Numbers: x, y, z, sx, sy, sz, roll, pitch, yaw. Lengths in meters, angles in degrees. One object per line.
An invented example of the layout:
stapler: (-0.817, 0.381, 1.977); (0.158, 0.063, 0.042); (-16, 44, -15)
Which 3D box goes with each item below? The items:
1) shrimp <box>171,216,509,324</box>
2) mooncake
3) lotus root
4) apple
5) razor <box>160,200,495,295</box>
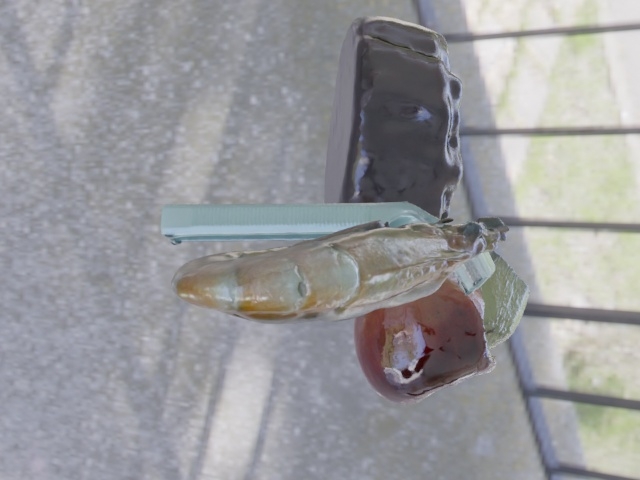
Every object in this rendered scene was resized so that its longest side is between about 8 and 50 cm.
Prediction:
shrimp: (0.009, 0.022, 1.044); (0.254, 0.145, 0.059); (-13, 98, -37)
mooncake: (0.086, -0.121, 1.729); (0.141, 0.283, 0.283); (5, 88, -8)
lotus root: (0.188, 0.085, 1.750); (0.143, 0.070, 0.144); (32, 78, -51)
apple: (0.111, 0.097, 1.655); (0.147, 0.156, 0.158); (-17, 81, -33)
razor: (0.001, -0.011, 1.211); (0.111, 0.277, 0.056); (50, 49, -67)
